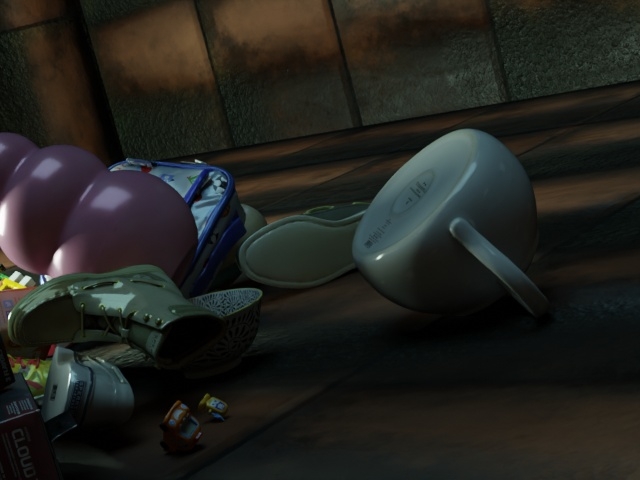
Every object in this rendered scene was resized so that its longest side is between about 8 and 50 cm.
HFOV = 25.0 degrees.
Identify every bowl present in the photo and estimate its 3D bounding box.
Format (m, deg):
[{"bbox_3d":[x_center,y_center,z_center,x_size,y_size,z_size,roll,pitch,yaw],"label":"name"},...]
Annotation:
[{"bbox_3d":[-0.144,0.123,1.796,0.170,0.080,0.170,-14,9,2],"label":"bowl"}]

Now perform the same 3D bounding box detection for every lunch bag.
[{"bbox_3d":[-0.247,0.004,2.102,0.243,0.115,0.303,7,50,24],"label":"lunch bag"}]

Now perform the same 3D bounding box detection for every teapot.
[{"bbox_3d":[0.177,0.002,1.749,0.252,0.187,0.256,-30,24,44],"label":"teapot"}]

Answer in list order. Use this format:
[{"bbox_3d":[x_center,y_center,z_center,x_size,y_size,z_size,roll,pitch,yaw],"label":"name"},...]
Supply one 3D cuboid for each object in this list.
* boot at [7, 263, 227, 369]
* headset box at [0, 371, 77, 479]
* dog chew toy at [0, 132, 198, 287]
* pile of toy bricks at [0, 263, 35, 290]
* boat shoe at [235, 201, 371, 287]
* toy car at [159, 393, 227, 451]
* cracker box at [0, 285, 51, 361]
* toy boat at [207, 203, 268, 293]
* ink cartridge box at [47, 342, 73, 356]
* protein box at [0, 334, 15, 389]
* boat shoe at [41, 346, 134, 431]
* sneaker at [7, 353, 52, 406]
[{"bbox_3d":[-0.233,0.097,1.652,0.213,0.077,0.165,-14,29,-33],"label":"boot"},{"bbox_3d":[-0.389,0.234,1.456,0.293,0.110,0.218,-17,10,-13],"label":"headset box"},{"bbox_3d":[-0.330,-0.030,1.892,0.332,0.206,0.206,28,17,3],"label":"dog chew toy"},{"bbox_3d":[-0.567,0.107,2.493,0.212,0.118,0.105,18,59,42],"label":"pile of toy bricks"},{"bbox_3d":[0.001,0.005,2.172,0.305,0.109,0.091,-13,8,-29],"label":"boat shoe"},{"bbox_3d":[-0.127,0.183,1.528,0.041,0.060,0.122,22,31,16],"label":"toy car"},{"bbox_3d":[-0.477,0.135,1.908,0.232,0.067,0.155,-6,-30,-28],"label":"cracker box"},{"bbox_3d":[-0.218,0.027,2.324,0.268,0.148,0.318,-23,19,-14],"label":"toy boat"},{"bbox_3d":[-0.454,0.135,2.190,0.175,0.072,0.127,-11,11,19],"label":"ink cartridge box"},{"bbox_3d":[-0.459,0.125,1.444,0.201,0.136,0.200,-11,10,28],"label":"protein box"},{"bbox_3d":[-0.269,0.176,1.677,0.088,0.096,0.267,13,-9,-16],"label":"boat shoe"},{"bbox_3d":[-0.406,0.174,1.855,0.209,0.094,0.081,-16,10,-9],"label":"sneaker"}]
